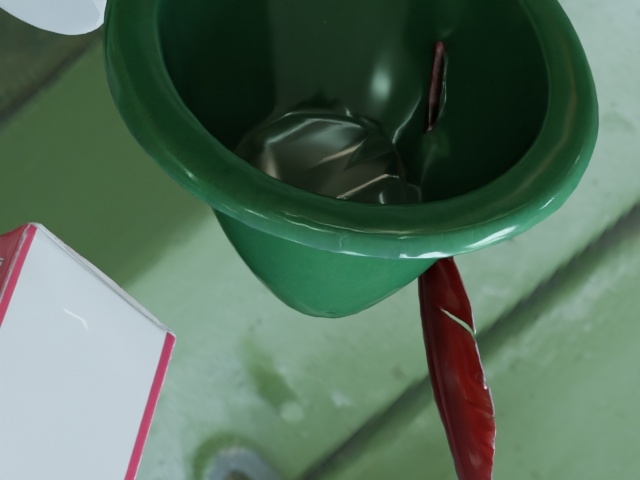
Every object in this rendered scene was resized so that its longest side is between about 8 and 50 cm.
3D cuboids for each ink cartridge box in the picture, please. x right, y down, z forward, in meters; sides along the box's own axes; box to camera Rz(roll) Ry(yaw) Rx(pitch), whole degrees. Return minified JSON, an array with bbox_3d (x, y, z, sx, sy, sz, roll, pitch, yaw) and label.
[{"bbox_3d":[-0.196,0.116,0.837,0.237,0.172,0.100,-23,129,37],"label":"ink cartridge box"}]

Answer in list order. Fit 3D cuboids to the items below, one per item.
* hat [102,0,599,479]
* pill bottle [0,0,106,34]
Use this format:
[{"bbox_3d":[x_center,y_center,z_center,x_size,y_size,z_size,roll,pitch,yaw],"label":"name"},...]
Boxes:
[{"bbox_3d":[0.000,0.000,0.689,0.173,0.208,0.183,-1,141,-13],"label":"hat"},{"bbox_3d":[-0.074,-0.192,0.791,0.117,0.117,0.208,49,58,-31],"label":"pill bottle"}]
